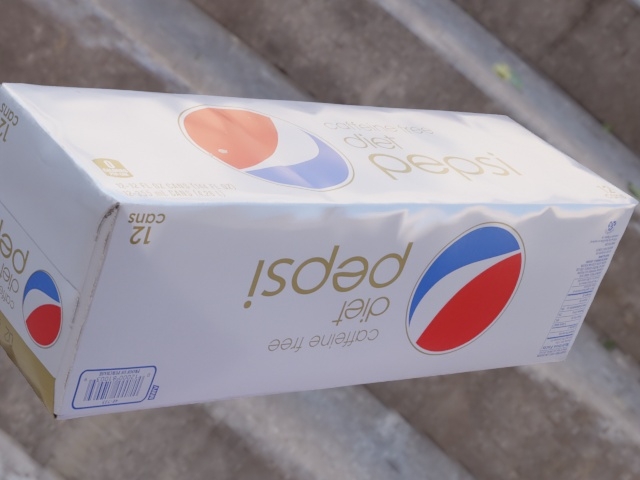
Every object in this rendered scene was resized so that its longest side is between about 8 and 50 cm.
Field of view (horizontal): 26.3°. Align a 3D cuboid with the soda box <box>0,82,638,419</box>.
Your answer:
[{"bbox_3d":[0.000,0.000,0.438,0.216,0.069,0.074,-1,31,-41],"label":"soda box"}]
